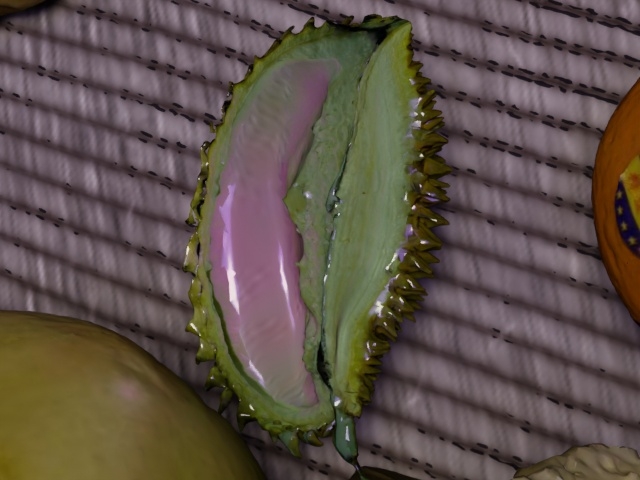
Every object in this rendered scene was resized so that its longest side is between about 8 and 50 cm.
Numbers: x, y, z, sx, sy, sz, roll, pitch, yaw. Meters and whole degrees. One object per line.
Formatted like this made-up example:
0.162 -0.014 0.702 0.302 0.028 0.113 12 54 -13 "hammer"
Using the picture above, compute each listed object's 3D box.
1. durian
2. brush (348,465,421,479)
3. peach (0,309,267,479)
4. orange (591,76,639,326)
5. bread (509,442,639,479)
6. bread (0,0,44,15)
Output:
0.003 0.001 0.588 0.137 0.095 0.221 9 88 44 "durian"
0.096 0.172 0.544 0.197 0.123 0.059 20 92 10 "brush"
-0.149 0.197 0.490 0.281 0.314 0.316 12 49 -13 "peach"
0.214 -0.019 0.527 0.177 0.155 0.178 0 91 15 "orange"
0.042 0.271 0.382 0.165 0.236 0.375 28 109 22 "bread"
-0.084 -0.211 0.619 0.367 0.084 0.077 -24 67 5 "bread"
